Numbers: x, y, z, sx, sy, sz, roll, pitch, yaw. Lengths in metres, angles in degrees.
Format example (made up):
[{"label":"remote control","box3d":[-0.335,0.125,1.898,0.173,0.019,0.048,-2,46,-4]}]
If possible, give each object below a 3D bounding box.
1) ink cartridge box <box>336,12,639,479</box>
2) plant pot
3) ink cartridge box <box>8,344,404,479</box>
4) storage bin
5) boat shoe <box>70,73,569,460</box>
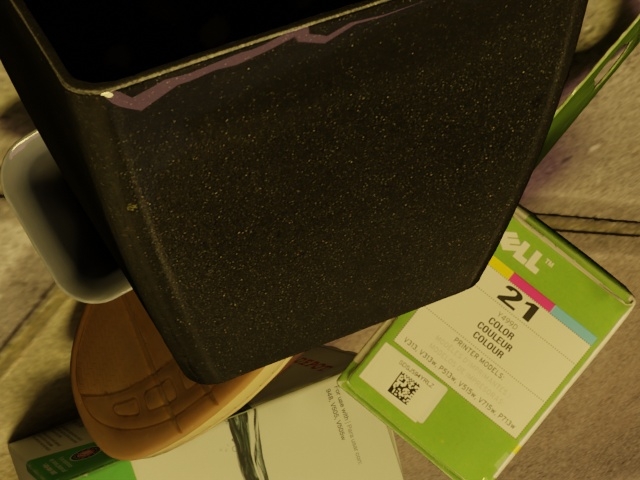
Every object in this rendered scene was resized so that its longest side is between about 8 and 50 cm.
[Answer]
[{"label":"ink cartridge box","box3d":[0.134,0.002,0.896,0.255,0.097,0.189,-51,173,6]},{"label":"plant pot","box3d":[-0.021,-0.059,0.622,0.187,0.188,0.167,-20,131,-17]},{"label":"ink cartridge box","box3d":[-0.072,0.139,1.019,0.208,0.087,0.153,-20,-172,-17]},{"label":"storage bin","box3d":[-0.075,-0.041,0.782,0.135,0.098,0.091,-31,-179,3]},{"label":"boat shoe","box3d":[0.000,0.000,0.886,0.123,0.123,0.342,11,127,-51]}]
